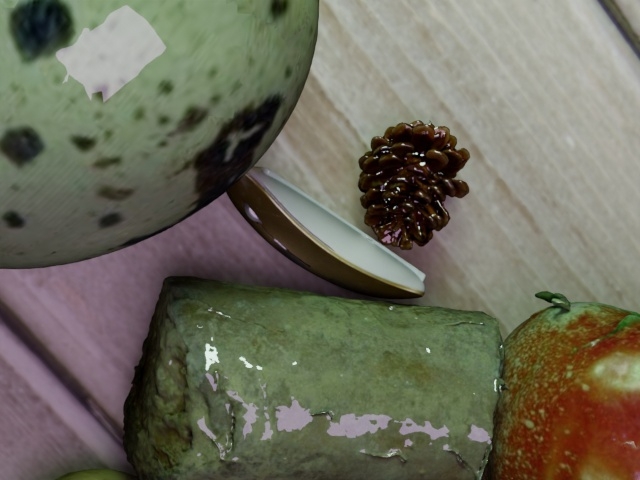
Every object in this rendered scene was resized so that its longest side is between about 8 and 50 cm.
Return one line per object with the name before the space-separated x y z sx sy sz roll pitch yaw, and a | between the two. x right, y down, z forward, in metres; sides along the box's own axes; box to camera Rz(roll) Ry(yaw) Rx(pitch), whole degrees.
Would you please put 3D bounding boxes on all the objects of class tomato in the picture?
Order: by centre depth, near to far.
tomato | 0.282 0.184 1.269 0.304 0.303 0.239 16 89 -14

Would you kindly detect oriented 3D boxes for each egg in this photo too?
egg | -0.180 -0.135 1.115 0.379 0.287 0.287 -25 108 6

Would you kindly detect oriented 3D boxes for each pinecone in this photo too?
pinecone | 0.075 -0.043 1.283 0.102 0.102 0.109 35 61 -16

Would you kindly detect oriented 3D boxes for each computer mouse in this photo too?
computer mouse | -0.001 0.002 1.282 0.199 0.102 0.045 33 76 -17

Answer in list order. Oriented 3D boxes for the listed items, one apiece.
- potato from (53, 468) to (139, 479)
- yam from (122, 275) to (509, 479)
potato | -0.154 0.290 1.304 0.248 0.143 0.169 29 108 -16
yam | -0.009 0.134 1.262 0.300 0.195 0.195 6 103 -11
